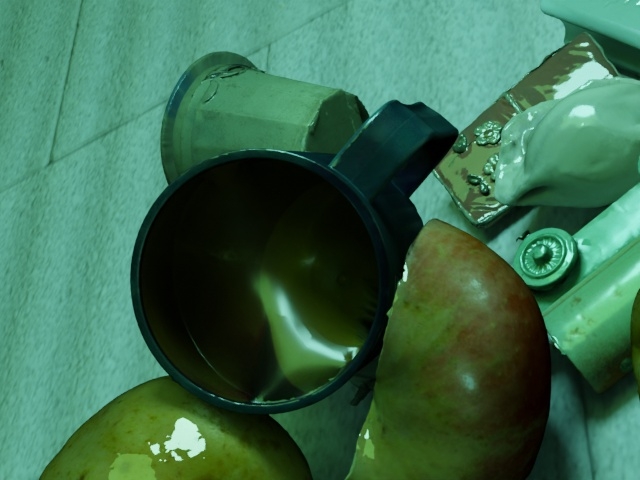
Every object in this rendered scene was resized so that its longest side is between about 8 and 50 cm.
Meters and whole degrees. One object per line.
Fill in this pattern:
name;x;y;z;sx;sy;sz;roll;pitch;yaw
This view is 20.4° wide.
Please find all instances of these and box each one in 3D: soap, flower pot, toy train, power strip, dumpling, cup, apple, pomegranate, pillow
soap;0.380;-0.258;1.943;0.160;0.087;0.265;-46;33;-5
flower pot;-0.049;-0.119;2.150;0.202;0.212;0.212;8;56;34
toy train;0.314;0.022;1.688;0.285;0.116;0.177;-38;46;4
power strip;0.080;0.099;1.895;0.047;0.030;0.191;3;53;48
dumpling;0.281;-0.112;1.841;0.229;0.124;0.151;-18;43;14
cup;-0.018;-0.001;1.735;0.242;0.292;0.308;12;95;12
apple;0.130;0.143;1.627;0.251;0.163;0.293;-44;-28;-70
pomegranate;-0.142;0.275;1.701;0.307;0.307;0.307;-27;36;22
pillow;0.232;-0.119;1.943;0.232;0.043;0.126;-40;59;7

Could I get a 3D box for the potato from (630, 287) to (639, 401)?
potato;0.374;0.123;1.453;0.195;0.176;0.369;-2;40;-16
